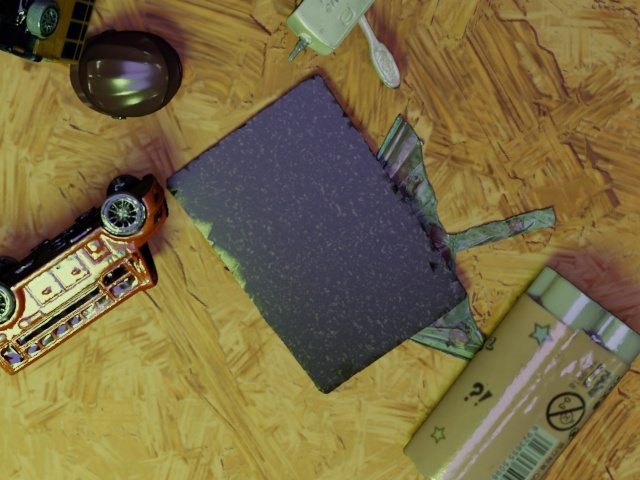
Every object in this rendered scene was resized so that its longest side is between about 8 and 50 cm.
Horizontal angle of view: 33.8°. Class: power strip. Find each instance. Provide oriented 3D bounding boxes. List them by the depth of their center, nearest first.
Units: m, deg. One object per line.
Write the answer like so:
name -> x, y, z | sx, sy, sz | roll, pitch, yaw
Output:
power strip -> 0.044, -0.292, 1.141 | 0.060, 0.027, 0.253 | 39, 84, -17

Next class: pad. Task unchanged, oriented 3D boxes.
pad -> 0.000, 0.000, 1.234 | 0.220, 0.004, 0.330 | -34, 105, 3

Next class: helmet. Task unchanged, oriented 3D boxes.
helmet -> -0.209, -0.177, 1.132 | 0.123, 0.070, 0.098 | -6, 105, -9

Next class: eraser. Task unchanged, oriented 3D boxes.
eraser -> 0.256, 0.195, 1.289 | 0.171, 0.087, 0.291 | 34, 97, -19

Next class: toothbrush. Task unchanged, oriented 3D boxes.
toothbrush -> 0.013, -0.304, 1.162 | 0.025, 0.029, 0.307 | -30, 104, -5

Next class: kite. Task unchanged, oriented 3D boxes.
kite -> 0.134, 0.011, 1.262 | 0.314, 0.011, 0.335 | -20, 106, -4

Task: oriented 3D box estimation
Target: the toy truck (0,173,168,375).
toy truck -> -0.265, 0.033, 1.155 | 0.252, 0.107, 0.114 | -33, 107, 1

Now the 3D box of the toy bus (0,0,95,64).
toy bus -> -0.276, -0.287, 1.070 | 0.098, 0.114, 0.201 | 21, 100, 16
